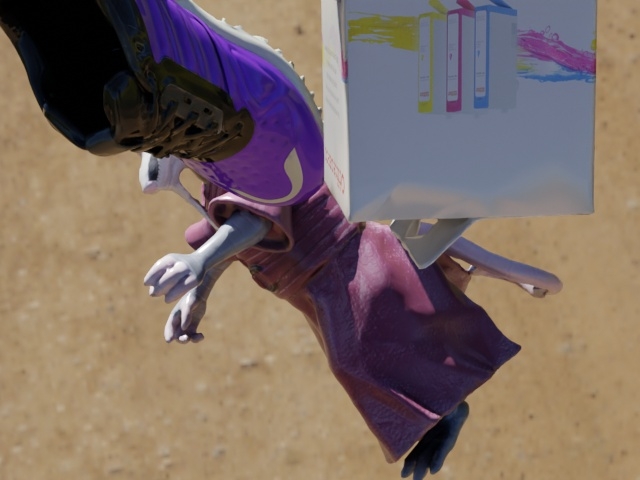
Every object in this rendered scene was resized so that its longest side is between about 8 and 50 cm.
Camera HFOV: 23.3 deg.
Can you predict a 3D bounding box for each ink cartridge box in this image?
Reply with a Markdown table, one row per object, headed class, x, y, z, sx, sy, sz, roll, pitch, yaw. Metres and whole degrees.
| class | x | y | z | sx | sy | sz | roll | pitch | yaw |
| --- | --- | --- | --- | --- | --- | --- | --- | --- | --- |
| ink cartridge box | 0.048 | -0.067 | 0.573 | 0.089 | 0.143 | 0.092 | -2 | 13 | -4 |

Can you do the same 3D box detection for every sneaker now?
| class | x | y | z | sx | sy | sz | roll | pitch | yaw |
| --- | --- | --- | --- | --- | --- | --- | --- | --- | --- |
| sneaker | -0.107 | -0.091 | 0.956 | 0.102 | 0.293 | 0.146 | -26 | 36 | 29 |

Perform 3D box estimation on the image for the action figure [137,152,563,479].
| class | x | y | z | sx | sy | sz | roll | pitch | yaw |
| --- | --- | --- | --- | --- | --- | --- | --- | --- | --- |
| action figure | 0.000 | 0.000 | 1.211 | 0.275 | 0.370 | 0.248 | -43 | 10 | -9 |
